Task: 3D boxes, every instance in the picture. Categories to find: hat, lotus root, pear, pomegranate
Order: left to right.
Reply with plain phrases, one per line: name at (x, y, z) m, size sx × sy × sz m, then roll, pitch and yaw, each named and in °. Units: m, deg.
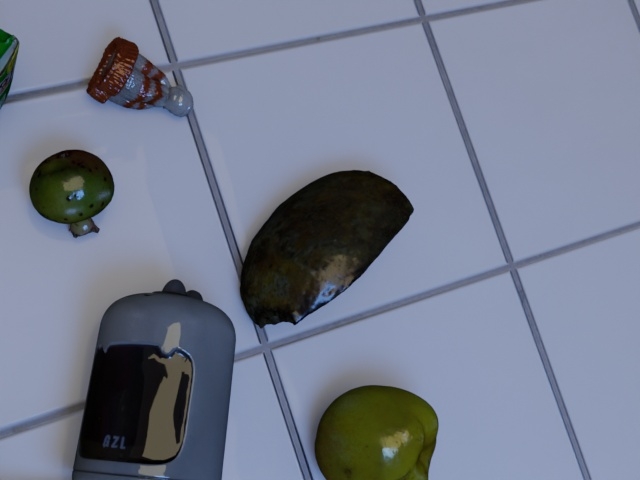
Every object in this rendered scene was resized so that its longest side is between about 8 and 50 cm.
pomegranate at (-0.380, -0.078, 1.378) m, size 0.130 × 0.130 × 0.130 m, roll 4°, pitch 76°, yaw -19°
hat at (-0.285, -0.251, 1.473) m, size 0.162 × 0.093 × 0.112 m, roll 27°, pitch 79°, yaw -31°
lotus root at (-0.004, -0.004, 1.466) m, size 0.142 × 0.210 × 0.314 m, roll 54°, pitch 53°, yaw -14°
pear at (0.089, 0.319, 1.415) m, size 0.200 × 0.200 × 0.200 m, roll 4°, pitch 76°, yaw -19°

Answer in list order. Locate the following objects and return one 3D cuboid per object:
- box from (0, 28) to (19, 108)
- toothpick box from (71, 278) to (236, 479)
box at (-0.571, -0.289, 1.317) m, size 0.250 × 0.180 × 0.103 m, roll 32°, pitch 65°, yaw -9°
toothpick box at (-0.227, 0.214, 1.320) m, size 0.229 × 0.229 × 0.316 m, roll 11°, pitch 73°, yaw -17°
